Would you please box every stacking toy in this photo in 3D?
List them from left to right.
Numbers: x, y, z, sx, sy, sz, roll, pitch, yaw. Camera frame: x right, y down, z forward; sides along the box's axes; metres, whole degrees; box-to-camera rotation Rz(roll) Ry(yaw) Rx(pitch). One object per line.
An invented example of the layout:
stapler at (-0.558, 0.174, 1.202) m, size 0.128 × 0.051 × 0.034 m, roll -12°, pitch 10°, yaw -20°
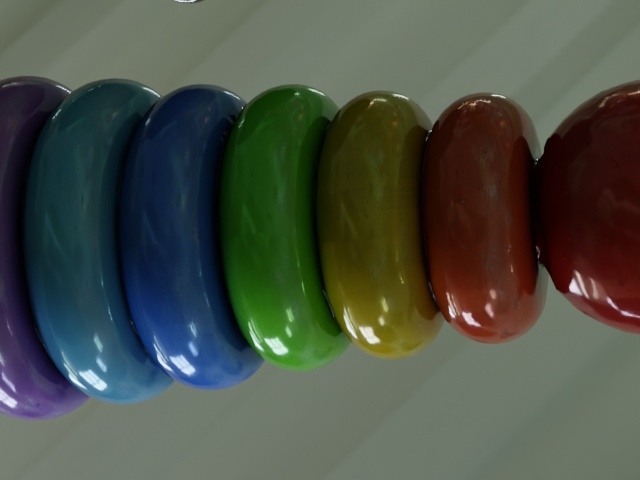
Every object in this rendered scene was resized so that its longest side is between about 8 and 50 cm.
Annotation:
stacking toy at (0.000, 0.000, 0.562) m, size 0.330 × 0.141 × 0.141 m, roll -2°, pitch -120°, yaw 16°

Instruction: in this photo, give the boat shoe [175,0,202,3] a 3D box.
boat shoe at (-0.143, -0.210, 0.594) m, size 0.324 × 0.123 × 0.116 m, roll 32°, pitch -116°, yaw -4°
